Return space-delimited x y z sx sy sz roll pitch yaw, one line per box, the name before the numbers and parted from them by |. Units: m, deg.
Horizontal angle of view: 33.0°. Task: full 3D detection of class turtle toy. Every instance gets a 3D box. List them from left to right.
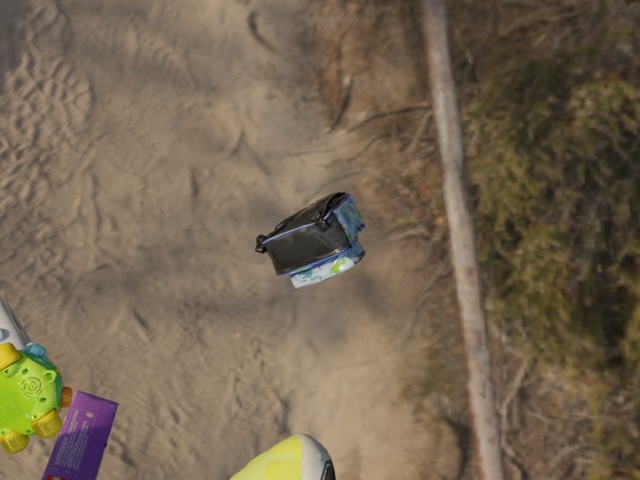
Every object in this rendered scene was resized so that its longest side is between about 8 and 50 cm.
turtle toy | -0.280 0.141 0.993 0.095 0.130 0.066 60 33 -5

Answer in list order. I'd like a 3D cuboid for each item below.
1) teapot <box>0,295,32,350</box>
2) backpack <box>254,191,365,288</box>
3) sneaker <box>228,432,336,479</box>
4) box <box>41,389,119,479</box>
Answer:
teapot | -0.552 0.222 1.754 0.187 0.252 0.256 -28 113 -13
backpack | 0.000 0.000 1.228 0.084 0.105 0.114 62 25 -10
sneaker | -0.142 0.303 0.907 0.384 0.145 0.147 -46 108 -7
box | -0.306 0.342 1.207 0.057 0.201 0.293 19 109 -8
